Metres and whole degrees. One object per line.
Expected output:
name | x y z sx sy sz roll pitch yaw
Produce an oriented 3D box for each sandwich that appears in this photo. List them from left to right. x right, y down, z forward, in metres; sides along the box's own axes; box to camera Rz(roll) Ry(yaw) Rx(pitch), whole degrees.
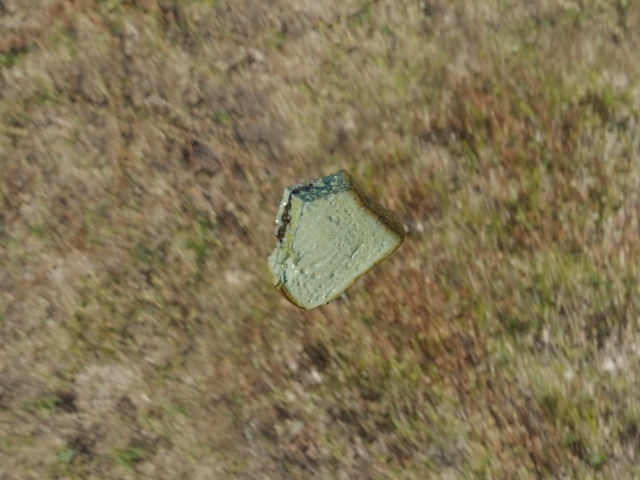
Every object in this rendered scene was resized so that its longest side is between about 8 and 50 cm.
sandwich | 0.000 0.000 1.225 0.105 0.093 0.035 -43 36 12
